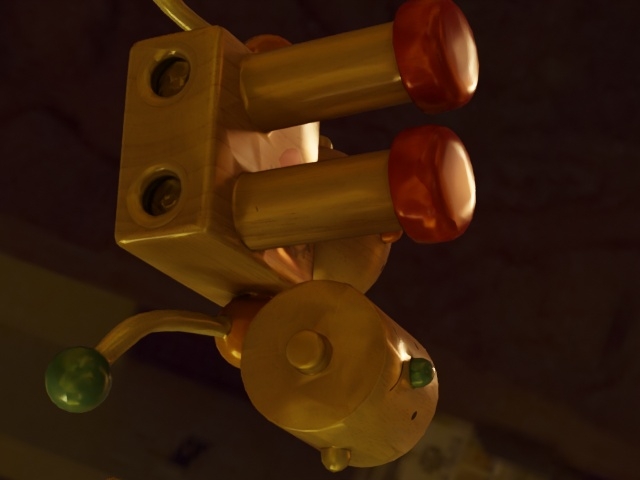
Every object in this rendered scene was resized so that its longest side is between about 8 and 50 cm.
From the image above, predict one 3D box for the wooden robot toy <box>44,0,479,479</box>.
[{"bbox_3d":[0.000,0.000,0.356,0.079,0.076,0.173,42,-132,-61],"label":"wooden robot toy"}]
